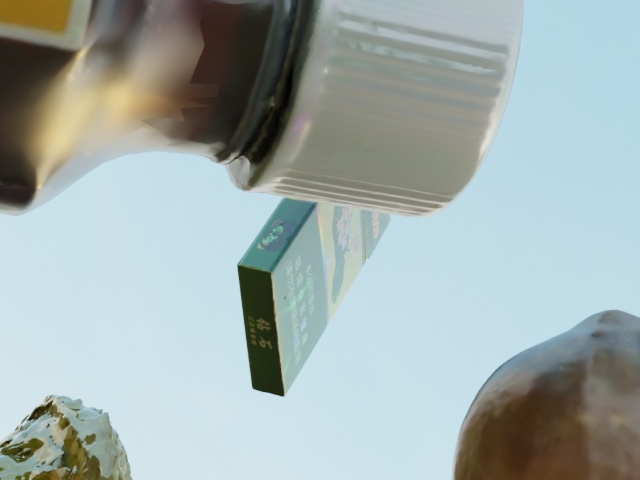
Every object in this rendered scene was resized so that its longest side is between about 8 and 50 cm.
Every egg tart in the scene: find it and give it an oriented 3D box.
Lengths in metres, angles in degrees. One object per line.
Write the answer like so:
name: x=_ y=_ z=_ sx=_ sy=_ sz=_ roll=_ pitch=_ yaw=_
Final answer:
egg tart: x=-0.196 y=0.219 z=1.058 sx=0.291 sy=0.107 sz=0.290 roll=-32 pitch=-127 yaw=56

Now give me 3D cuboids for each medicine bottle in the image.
medicine bottle: x=-0.108 y=-0.117 z=0.851 sx=0.395 sy=0.242 sz=0.242 roll=14 pitch=-17 yaw=-20

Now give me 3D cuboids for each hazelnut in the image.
hazelnut: x=0.177 y=0.143 z=0.981 sx=0.214 sy=0.214 sz=0.176 roll=58 pitch=-22 yaw=-13

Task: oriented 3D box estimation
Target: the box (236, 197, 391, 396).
box: x=0.000 y=0.000 z=1.382 sx=0.034 sy=0.235 sz=0.132 roll=12 pitch=-49 yaw=20
